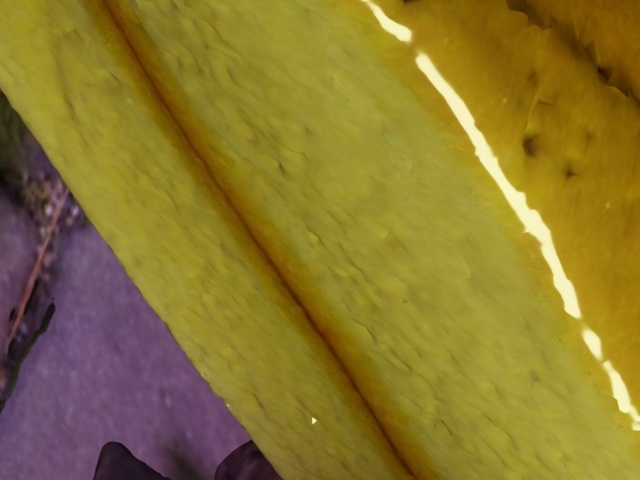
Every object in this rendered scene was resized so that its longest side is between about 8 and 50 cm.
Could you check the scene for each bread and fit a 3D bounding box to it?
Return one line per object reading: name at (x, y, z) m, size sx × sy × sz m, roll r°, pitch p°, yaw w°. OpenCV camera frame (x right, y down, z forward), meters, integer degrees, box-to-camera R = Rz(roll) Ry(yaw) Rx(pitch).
bread at (0.000, 0.000, 0.567) m, size 0.233 × 0.361 × 0.245 m, roll 13°, pitch 87°, yaw 47°

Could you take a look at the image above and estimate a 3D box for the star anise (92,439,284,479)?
star anise at (-0.037, 0.231, 0.835) m, size 0.331 × 0.117 × 0.332 m, roll 0°, pitch 90°, yaw 41°
